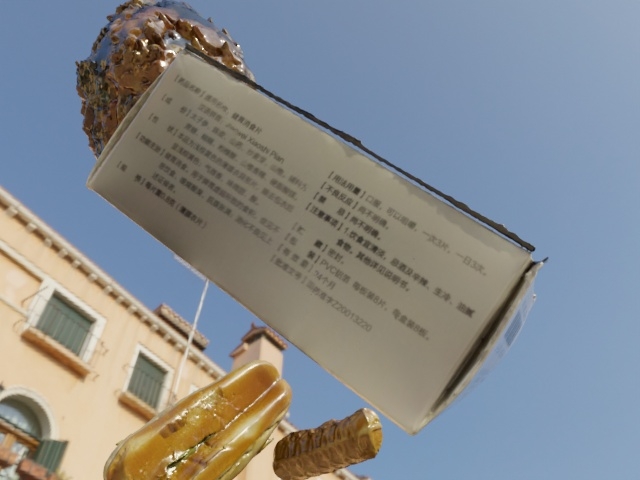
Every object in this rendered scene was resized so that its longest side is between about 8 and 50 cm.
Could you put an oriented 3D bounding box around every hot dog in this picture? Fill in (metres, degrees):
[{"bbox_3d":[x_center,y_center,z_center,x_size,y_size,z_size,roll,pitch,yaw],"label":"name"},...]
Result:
[{"bbox_3d":[-0.129,0.227,0.692,0.109,0.270,0.072,53,-46,10],"label":"hot dog"}]

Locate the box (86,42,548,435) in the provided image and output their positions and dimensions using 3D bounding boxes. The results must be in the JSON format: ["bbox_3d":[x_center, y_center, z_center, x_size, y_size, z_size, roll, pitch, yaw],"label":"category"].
[{"bbox_3d":[0.002,0.001,0.489,0.333,0.173,0.145,33,-90,19],"label":"box"}]

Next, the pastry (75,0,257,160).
[{"bbox_3d":[-0.254,-0.230,1.013,0.293,0.404,0.337,-2,-24,-29],"label":"pastry"}]

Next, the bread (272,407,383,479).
[{"bbox_3d":[0.005,0.224,0.647,0.044,0.052,0.157,25,-43,-36],"label":"bread"}]
